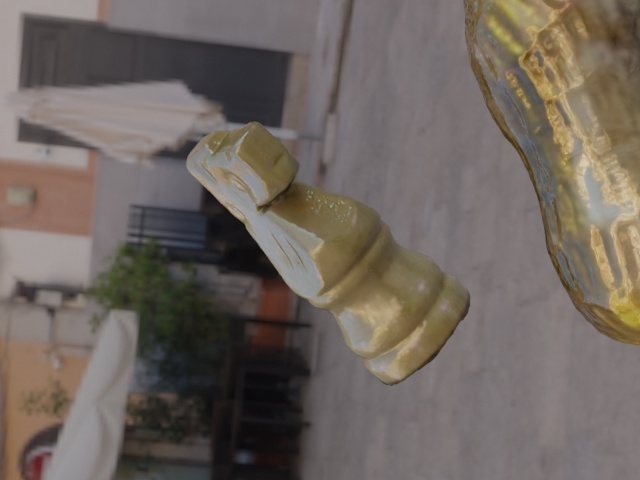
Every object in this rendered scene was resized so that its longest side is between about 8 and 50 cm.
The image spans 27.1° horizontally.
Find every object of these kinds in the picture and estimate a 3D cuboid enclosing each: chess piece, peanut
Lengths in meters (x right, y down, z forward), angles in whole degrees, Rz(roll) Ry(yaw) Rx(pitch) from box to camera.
[{"bbox_3d":[0.000,0.000,0.878,0.090,0.200,0.090,-45,13,13],"label":"chess piece"},{"bbox_3d":[0.122,-0.052,0.579,0.087,0.087,0.207,141,108,-80],"label":"peanut"}]
